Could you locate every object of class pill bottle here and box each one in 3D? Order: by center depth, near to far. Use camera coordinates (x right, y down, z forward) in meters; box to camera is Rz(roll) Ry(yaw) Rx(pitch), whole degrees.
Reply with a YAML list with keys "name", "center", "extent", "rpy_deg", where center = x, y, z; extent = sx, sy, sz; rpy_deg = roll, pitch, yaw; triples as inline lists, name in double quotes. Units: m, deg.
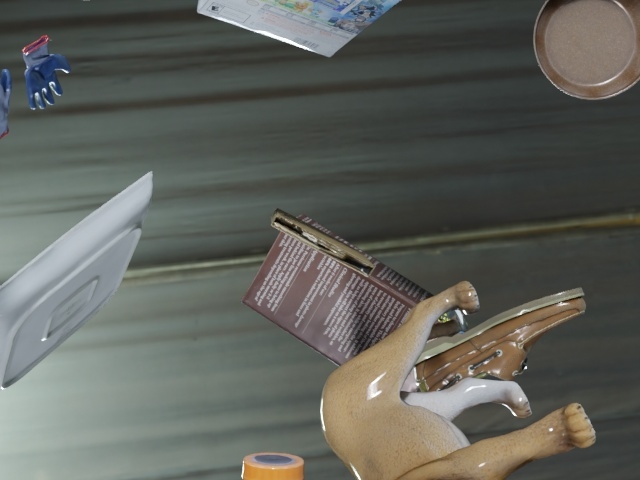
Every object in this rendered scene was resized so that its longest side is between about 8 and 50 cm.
- name: "pill bottle"
  center: [-0.071, 0.426, 1.322]
  extent: [0.130, 0.130, 0.245]
  rpy_deg: [-169, 83, -84]

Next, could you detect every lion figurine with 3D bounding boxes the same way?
- name: "lion figurine"
  center: [0.075, 0.175, 0.757]
  extent: [0.392, 0.240, 0.142]
  rpy_deg: [-124, 12, -72]

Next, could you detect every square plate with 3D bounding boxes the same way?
- name: "square plate"
  center: [-0.392, 0.087, 1.429]
  extent: [0.049, 0.347, 0.344]
  rpy_deg: [41, 141, 5]

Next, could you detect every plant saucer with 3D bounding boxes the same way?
- name: "plant saucer"
  center: [0.444, -0.328, 1.539]
  extent: [0.036, 0.199, 0.198]
  rpy_deg: [-63, -33, -86]

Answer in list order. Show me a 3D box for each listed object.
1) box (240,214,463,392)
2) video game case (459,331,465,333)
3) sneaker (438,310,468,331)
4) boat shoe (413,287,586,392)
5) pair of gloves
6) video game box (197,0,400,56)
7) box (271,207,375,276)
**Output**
- name: "box"
  center: [0.063, 0.129, 1.819]
  extent: [0.191, 0.381, 0.143]
  rpy_deg: [-59, -9, 16]
- name: "video game case"
  center: [0.197, 0.197, 1.906]
  extent: [0.119, 0.166, 0.015]
  rpy_deg: [-60, -4, 17]
- name: "sneaker"
  center: [0.185, 0.109, 1.363]
  extent: [0.031, 0.035, 0.083]
  rpy_deg: [60, 179, -33]
- name: "boat shoe"
  center: [0.291, 0.172, 1.502]
  extent: [0.111, 0.307, 0.104]
  rpy_deg: [5, -120, -61]
- name: "pair of gloves"
  center: [-0.464, -0.231, 1.442]
  extent: [0.023, 0.198, 0.159]
  rpy_deg: [40, 154, 12]
- name: "video game box"
  center: [-0.029, -0.317, 1.204]
  extent: [0.187, 0.205, 0.048]
  rpy_deg: [-21, 59, 59]
- name: "box"
  center: [0.000, 0.000, 1.452]
  extent: [0.021, 0.164, 0.201]
  rpy_deg: [-62, 5, 3]
